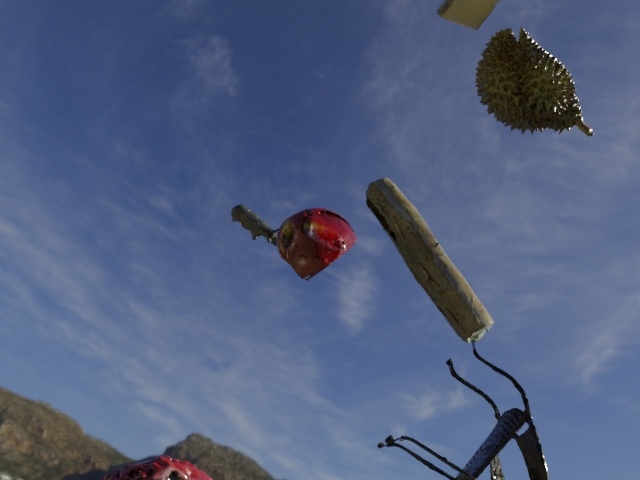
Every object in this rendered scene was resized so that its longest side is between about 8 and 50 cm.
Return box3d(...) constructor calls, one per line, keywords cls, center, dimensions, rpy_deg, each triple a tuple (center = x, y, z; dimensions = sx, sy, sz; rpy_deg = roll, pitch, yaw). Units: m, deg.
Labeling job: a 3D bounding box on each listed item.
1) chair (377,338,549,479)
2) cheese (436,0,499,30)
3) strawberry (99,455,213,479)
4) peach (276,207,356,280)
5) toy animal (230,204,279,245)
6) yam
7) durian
box3d(cls="chair", center=(0.184, 0.246, 0.632), dimensions=(0.213, 0.149, 0.174), rpy_deg=(46, -16, 16))
box3d(cls="cheese", center=(0.304, -0.461, 0.858), dimensions=(0.085, 0.034, 0.400), rpy_deg=(19, -26, -11))
box3d(cls="strawberry", center=(-0.231, 0.374, 0.729), dimensions=(0.202, 0.186, 0.184), rpy_deg=(-15, -9, 32))
box3d(cls="peach", center=(0.004, -0.002, 1.059), dimensions=(0.172, 0.127, 0.092), rpy_deg=(-6, -29, -40))
box3d(cls="toy animal", center=(-0.128, -0.026, 1.191), dimensions=(0.136, 0.047, 0.065), rpy_deg=(39, -12, 5))
box3d(cls="yam", center=(0.177, 0.028, 0.965), dimensions=(0.071, 0.317, 0.067), rpy_deg=(-36, -19, 9))
box3d(cls="durian", center=(0.311, -0.209, 0.861), dimensions=(0.208, 0.102, 0.146), rpy_deg=(40, -20, 13))
